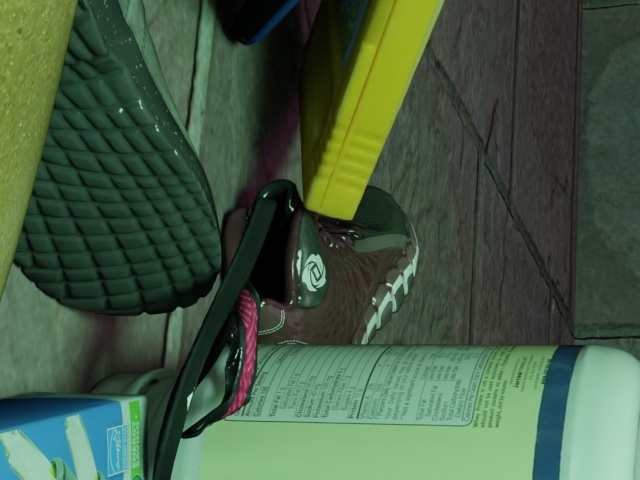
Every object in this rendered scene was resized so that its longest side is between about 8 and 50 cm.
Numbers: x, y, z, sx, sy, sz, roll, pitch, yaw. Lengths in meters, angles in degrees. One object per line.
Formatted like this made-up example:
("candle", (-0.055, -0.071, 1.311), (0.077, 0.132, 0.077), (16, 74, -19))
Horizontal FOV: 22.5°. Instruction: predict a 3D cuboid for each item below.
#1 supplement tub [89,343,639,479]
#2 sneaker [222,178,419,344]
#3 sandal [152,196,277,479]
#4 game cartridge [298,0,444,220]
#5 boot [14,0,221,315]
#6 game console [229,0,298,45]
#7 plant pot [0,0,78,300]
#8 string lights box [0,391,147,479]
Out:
("supplement tub", (0.029, 0.178, 0.949), (0.235, 0.325, 0.235), (-1, 90, -73))
("sneaker", (0.000, 0.000, 1.253), (0.281, 0.106, 0.162), (-68, 149, -51))
("sandal", (-0.047, 0.056, 0.877), (0.067, 0.040, 0.179), (119, -6, -61))
("game cartridge", (0.051, -0.215, 1.206), (0.285, 0.053, 0.323), (-94, -156, -63))
("boot", (-0.121, -0.129, 0.863), (0.338, 0.118, 0.222), (80, 7, -51))
("game console", (-0.028, -0.300, 1.089), (0.250, 0.173, 0.293), (-59, -172, -11))
("plant pot", (-0.196, 0.026, 0.453), (0.237, 0.237, 0.254), (-48, 149, -66))
("string lights box", (-0.164, 0.148, 0.741), (0.260, 0.077, 0.133), (-2, 92, -73))
